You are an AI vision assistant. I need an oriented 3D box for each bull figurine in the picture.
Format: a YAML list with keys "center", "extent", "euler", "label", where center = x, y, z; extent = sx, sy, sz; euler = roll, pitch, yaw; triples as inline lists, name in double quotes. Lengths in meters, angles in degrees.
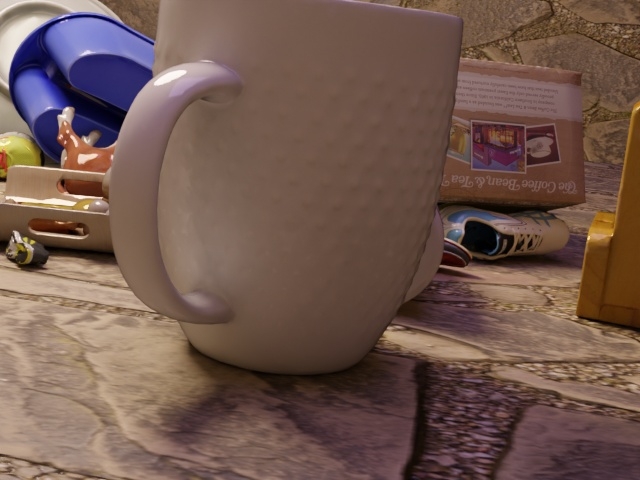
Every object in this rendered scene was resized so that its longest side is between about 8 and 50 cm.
- center: [-0.272, -0.128, 1.678]
  extent: [0.310, 0.101, 0.188]
  euler: [-6, 53, -27]
  label: "bull figurine"

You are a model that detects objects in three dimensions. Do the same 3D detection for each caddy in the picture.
- center: [-0.360, -0.240, 1.802]
  extent: [0.341, 0.241, 0.179]
  euler: [25, 22, -40]
  label: "caddy"

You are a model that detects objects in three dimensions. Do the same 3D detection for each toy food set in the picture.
- center: [-0.331, -0.055, 1.409]
  extent: [0.219, 0.093, 0.306]
  euler: [6, 10, -8]
  label: "toy food set"

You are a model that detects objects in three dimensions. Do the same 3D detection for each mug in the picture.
- center: [-0.049, -0.051, 0.937]
  extent: [0.276, 0.328, 0.374]
  euler: [13, 12, 29]
  label: "mug"

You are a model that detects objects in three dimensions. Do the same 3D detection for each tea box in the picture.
- center: [0.202, -0.150, 1.709]
  extent: [0.328, 0.220, 0.323]
  euler: [2, -6, -24]
  label: "tea box"

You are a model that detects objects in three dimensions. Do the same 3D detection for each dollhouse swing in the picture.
- center: [0.517, -0.035, 1.298]
  extent: [0.346, 0.305, 0.315]
  euler: [9, 11, 16]
  label: "dollhouse swing"

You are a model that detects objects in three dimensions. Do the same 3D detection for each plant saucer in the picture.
- center: [-0.506, -0.320, 1.911]
  extent: [0.400, 0.401, 0.100]
  euler: [3, -21, -19]
  label: "plant saucer"

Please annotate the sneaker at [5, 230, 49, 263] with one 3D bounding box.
- center: [-0.342, 0.013, 1.230]
  extent: [0.035, 0.031, 0.083]
  euler: [16, 8, -33]
  label: "sneaker"

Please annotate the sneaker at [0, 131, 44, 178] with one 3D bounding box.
- center: [-0.563, -0.134, 1.751]
  extent: [0.208, 0.082, 0.094]
  euler: [3, 18, 9]
  label: "sneaker"

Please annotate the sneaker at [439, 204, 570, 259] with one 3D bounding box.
- center: [0.281, -0.003, 1.599]
  extent: [0.237, 0.085, 0.086]
  euler: [4, 33, -24]
  label: "sneaker"

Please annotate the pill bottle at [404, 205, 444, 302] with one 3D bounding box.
- center: [0.069, -0.022, 1.312]
  extent: [0.160, 0.160, 0.283]
  euler: [8, 10, 3]
  label: "pill bottle"

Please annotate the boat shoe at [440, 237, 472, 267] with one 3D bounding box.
- center: [0.143, 0.018, 1.474]
  extent: [0.137, 0.049, 0.043]
  euler: [14, 55, 23]
  label: "boat shoe"
